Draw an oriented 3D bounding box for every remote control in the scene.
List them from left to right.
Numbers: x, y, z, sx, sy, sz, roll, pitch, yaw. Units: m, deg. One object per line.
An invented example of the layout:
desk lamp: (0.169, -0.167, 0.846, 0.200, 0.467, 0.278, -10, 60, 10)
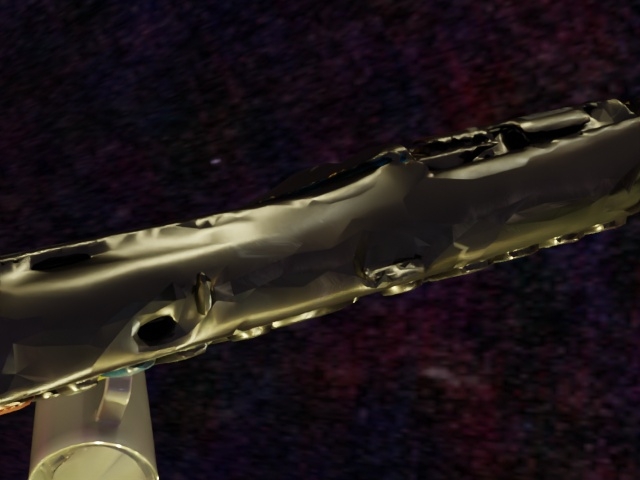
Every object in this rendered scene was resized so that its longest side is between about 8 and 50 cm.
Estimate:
remote control: (0.000, 0.000, 0.814, 0.398, 0.144, 0.062, -15, 90, -37)

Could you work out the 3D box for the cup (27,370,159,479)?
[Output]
cup: (-0.129, 0.095, 1.148, 0.074, 0.104, 0.116, 8, 42, -14)
